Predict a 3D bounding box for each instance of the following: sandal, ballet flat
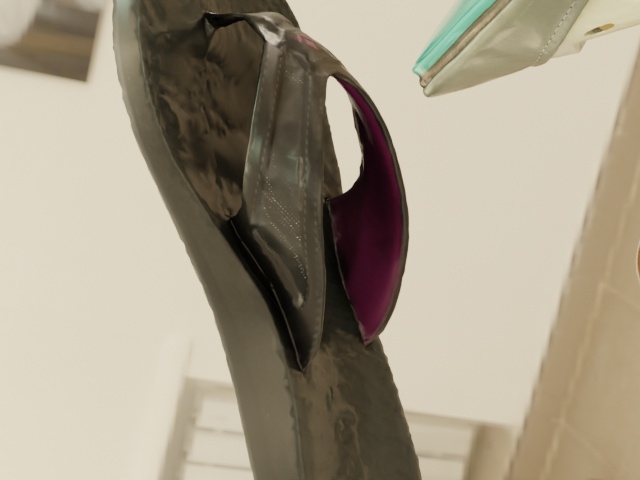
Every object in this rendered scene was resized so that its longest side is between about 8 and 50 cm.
[{"bbox_3d":[0.002,0.001,0.866,0.107,0.167,0.446,-15,94,33],"label":"sandal"},{"bbox_3d":[0.108,-0.112,0.486,0.213,0.068,0.072,-54,5,37],"label":"ballet flat"}]

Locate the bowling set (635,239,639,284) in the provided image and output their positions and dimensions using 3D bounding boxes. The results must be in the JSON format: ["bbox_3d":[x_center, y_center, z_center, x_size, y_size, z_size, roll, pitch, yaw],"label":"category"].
[{"bbox_3d":[0.226,-0.040,0.574,0.154,0.287,0.200,14,77,27],"label":"bowling set"}]
